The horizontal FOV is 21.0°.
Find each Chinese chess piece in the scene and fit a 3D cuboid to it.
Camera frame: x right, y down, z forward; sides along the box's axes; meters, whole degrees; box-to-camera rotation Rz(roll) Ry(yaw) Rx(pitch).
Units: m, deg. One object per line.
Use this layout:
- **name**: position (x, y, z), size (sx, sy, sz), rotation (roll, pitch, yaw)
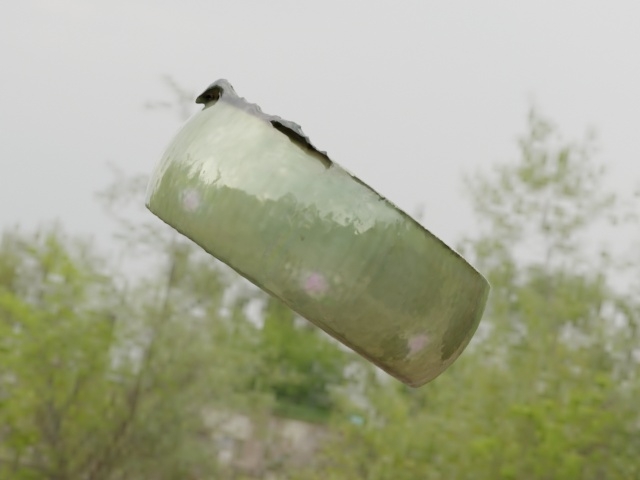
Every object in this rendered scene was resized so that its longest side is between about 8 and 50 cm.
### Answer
- **Chinese chess piece**: position (0.000, 0.000, 0.400), size (0.084, 0.034, 0.084), rotation (35, -2, 1)
